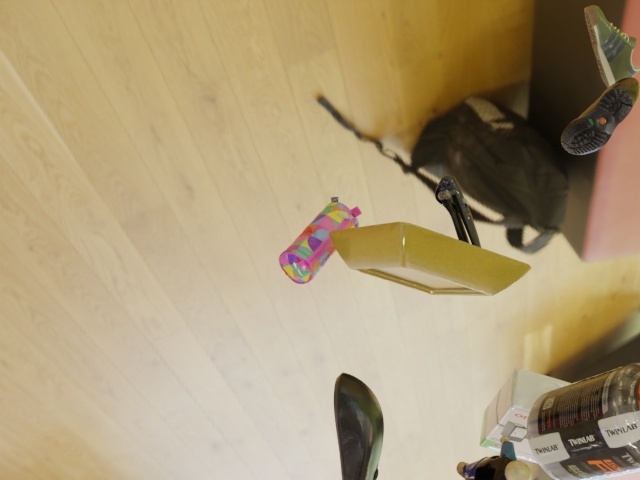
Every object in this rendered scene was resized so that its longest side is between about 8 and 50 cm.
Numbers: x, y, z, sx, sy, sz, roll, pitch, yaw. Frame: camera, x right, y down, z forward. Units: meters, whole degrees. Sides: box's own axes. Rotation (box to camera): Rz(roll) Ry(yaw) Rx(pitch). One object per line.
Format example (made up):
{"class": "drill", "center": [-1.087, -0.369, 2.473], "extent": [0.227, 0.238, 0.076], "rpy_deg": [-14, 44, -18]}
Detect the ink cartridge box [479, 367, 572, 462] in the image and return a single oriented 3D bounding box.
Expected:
{"class": "ink cartridge box", "center": [0.538, 0.451, 2.172], "extent": [0.198, 0.115, 0.273], "rpy_deg": [16, 146, 3]}

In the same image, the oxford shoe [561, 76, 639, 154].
{"class": "oxford shoe", "center": [0.593, -0.258, 1.804], "extent": [0.096, 0.083, 0.227], "rpy_deg": [-45, 178, -35]}

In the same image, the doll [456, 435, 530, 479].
{"class": "doll", "center": [0.263, 0.360, 1.329], "extent": [0.129, 0.046, 0.189], "rpy_deg": [-55, -175, -25]}

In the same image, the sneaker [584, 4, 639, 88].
{"class": "sneaker", "center": [0.635, -0.428, 1.855], "extent": [0.086, 0.064, 0.192], "rpy_deg": [-20, 116, 12]}

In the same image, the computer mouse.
{"class": "computer mouse", "center": [0.078, 0.359, 1.472], "extent": [0.072, 0.272, 0.188], "rpy_deg": [-7, -178, 14]}

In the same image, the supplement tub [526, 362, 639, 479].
{"class": "supplement tub", "center": [0.605, 0.375, 1.764], "extent": [0.207, 0.207, 0.338], "rpy_deg": [-2, 159, -30]}

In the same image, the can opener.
{"class": "can opener", "center": [0.298, -0.053, 1.820], "extent": [0.073, 0.186, 0.059], "rpy_deg": [-19, 175, -36]}

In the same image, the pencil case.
{"class": "pencil case", "center": [0.000, 0.000, 2.026], "extent": [0.236, 0.104, 0.104], "rpy_deg": [-49, 162, -38]}

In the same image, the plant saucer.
{"class": "plant saucer", "center": [0.221, 0.052, 1.849], "extent": [0.333, 0.081, 0.333], "rpy_deg": [18, 169, -24]}
